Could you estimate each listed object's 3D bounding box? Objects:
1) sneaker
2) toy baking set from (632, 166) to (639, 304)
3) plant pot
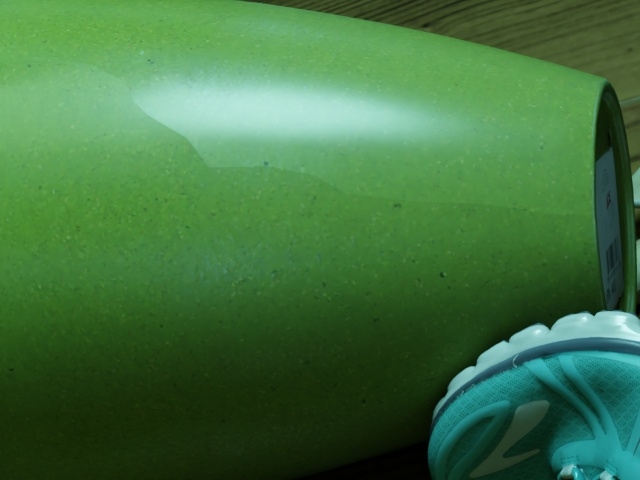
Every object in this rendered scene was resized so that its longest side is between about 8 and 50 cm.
[{"bbox_3d":[0.151,0.098,0.811,0.275,0.107,0.110,-2,42,40],"label":"sneaker"},{"bbox_3d":[0.114,0.013,1.118,0.256,0.030,0.197,-30,22,-23],"label":"toy baking set"},{"bbox_3d":[0.000,0.000,0.974,0.294,0.274,0.275,-3,27,16],"label":"plant pot"}]
